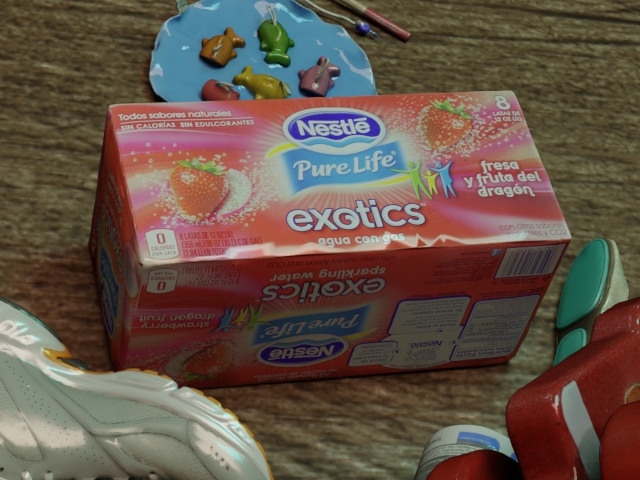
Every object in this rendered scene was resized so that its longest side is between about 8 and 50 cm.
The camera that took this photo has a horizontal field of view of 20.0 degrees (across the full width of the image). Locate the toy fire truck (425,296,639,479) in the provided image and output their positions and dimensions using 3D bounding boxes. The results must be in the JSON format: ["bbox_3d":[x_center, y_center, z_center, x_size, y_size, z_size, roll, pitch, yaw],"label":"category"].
[{"bbox_3d":[0.217,0.199,1.127,0.254,0.169,0.302,-24,91,-54],"label":"toy fire truck"}]

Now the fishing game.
[{"bbox_3d":[-0.042,-0.138,1.444,0.189,0.041,0.264,32,50,9],"label":"fishing game"}]

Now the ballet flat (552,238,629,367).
[{"bbox_3d":[0.201,0.074,1.334,0.052,0.057,0.168,37,49,-21],"label":"ballet flat"}]

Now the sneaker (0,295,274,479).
[{"bbox_3d":[-0.157,0.138,1.159,0.262,0.099,0.121,23,56,14],"label":"sneaker"}]

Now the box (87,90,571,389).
[{"bbox_3d":[0.000,0.000,1.267,0.299,0.154,0.142,-4,52,-16],"label":"box"}]

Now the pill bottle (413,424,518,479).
[{"bbox_3d":[0.087,0.194,1.176,0.078,0.078,0.137,21,49,3],"label":"pill bottle"}]
